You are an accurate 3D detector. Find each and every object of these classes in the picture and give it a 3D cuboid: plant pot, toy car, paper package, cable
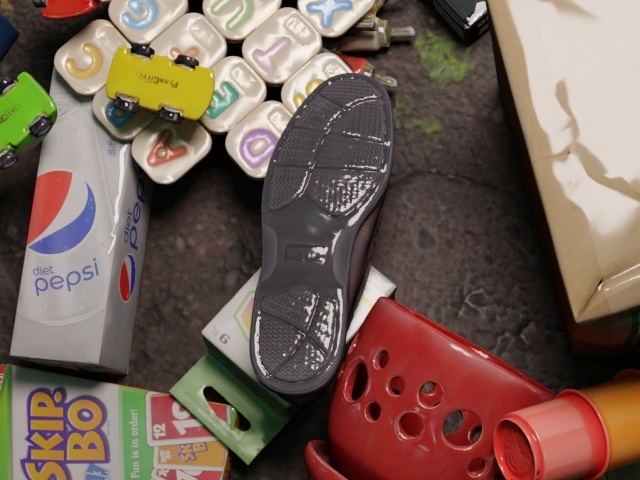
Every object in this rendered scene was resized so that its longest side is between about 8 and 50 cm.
[{"bbox_3d":[0.094,0.166,1.159,0.191,0.191,0.174,29,93,14],"label":"plant pot"},{"bbox_3d":[-0.238,-0.148,1.221,0.225,0.053,0.239,-41,82,2],"label":"toy car"},{"bbox_3d":[0.253,-0.067,1.107,0.168,0.325,0.310,-15,77,7],"label":"paper package"},{"bbox_3d":[-0.052,-0.199,1.336,0.287,0.072,0.139,7,87,23],"label":"cable"}]

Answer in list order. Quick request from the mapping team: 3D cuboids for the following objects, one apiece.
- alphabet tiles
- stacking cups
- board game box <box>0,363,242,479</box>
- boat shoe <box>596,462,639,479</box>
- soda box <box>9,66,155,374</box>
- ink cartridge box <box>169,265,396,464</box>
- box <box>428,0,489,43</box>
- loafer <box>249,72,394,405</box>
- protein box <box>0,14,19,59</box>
[{"bbox_3d":[-0.099,-0.200,1.256,0.278,0.021,0.284,-41,84,-5],"label":"alphabet tiles"},{"bbox_3d":[0.287,0.143,1.105,0.316,0.096,0.096,-13,75,-23],"label":"stacking cups"},{"bbox_3d":[-0.213,0.198,1.279,0.259,0.039,0.124,8,78,14],"label":"board game box"},{"bbox_3d":[0.302,0.290,1.148,0.094,0.109,0.302,-21,65,18],"label":"boat shoe"},{"bbox_3d":[-0.222,-0.018,1.292,0.091,0.098,0.286,5,80,11],"label":"soda box"},{"bbox_3d":[-0.037,0.091,1.239,0.109,0.062,0.209,40,78,14],"label":"ink cartridge box"},{"bbox_3d":[0.171,-0.328,1.314,0.220,0.051,0.175,-39,76,-1],"label":"box"},{"bbox_3d":[0.000,0.000,1.189,0.109,0.095,0.303,9,71,10],"label":"loafer"},{"bbox_3d":[-0.438,-0.188,1.309,0.136,0.200,0.201,33,85,14],"label":"protein box"}]
